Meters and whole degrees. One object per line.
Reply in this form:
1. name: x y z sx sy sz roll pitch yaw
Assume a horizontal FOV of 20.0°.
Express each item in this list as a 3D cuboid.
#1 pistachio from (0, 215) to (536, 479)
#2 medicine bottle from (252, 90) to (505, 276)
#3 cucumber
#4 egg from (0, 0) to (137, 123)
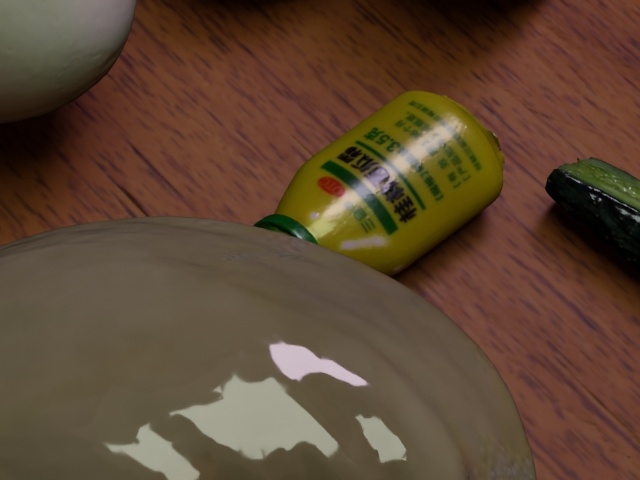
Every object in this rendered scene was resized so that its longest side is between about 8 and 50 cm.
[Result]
1. pistachio: -0.092 0.160 1.099 0.445 0.281 0.365 2 67 9
2. medicine bottle: 0.000 0.000 1.313 0.309 0.076 0.111 -36 68 -25
3. cucumber: 0.264 0.012 1.355 0.211 0.062 0.078 31 25 18
4. egg: -0.284 -0.228 1.296 0.345 0.283 0.283 34 60 5
